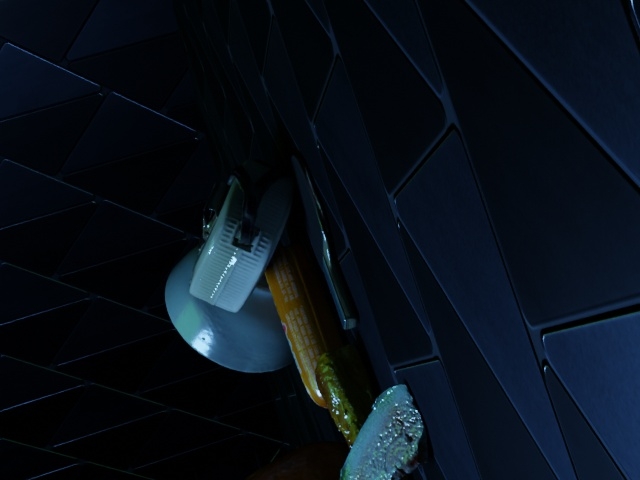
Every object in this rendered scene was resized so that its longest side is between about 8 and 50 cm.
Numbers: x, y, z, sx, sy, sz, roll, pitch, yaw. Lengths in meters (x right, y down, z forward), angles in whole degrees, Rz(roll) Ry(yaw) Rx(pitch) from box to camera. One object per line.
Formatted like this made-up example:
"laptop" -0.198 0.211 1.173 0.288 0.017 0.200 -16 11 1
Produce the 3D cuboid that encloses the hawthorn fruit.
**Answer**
"hawthorn fruit" -0.016 0.486 1.963 0.295 0.311 0.295 -26 -90 -88

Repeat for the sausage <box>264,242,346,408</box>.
"sausage" -0.012 0.159 1.978 0.093 0.093 0.312 90 162 -65

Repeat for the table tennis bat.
"table tennis bat" 0.000 0.000 1.809 0.173 0.022 0.301 87 165 -59

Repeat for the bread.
"bread" 0.068 0.297 1.783 0.139 0.077 0.271 85 163 -69

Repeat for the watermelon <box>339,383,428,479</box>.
"watermelon" 0.090 0.275 1.527 0.180 0.081 0.094 -54 21 36

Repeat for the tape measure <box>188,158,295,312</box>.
"tape measure" -0.128 -0.043 1.970 0.271 0.133 0.231 -70 8 -46

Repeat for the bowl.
"bowl" -0.126 0.083 2.132 0.146 0.289 0.289 -59 42 41
